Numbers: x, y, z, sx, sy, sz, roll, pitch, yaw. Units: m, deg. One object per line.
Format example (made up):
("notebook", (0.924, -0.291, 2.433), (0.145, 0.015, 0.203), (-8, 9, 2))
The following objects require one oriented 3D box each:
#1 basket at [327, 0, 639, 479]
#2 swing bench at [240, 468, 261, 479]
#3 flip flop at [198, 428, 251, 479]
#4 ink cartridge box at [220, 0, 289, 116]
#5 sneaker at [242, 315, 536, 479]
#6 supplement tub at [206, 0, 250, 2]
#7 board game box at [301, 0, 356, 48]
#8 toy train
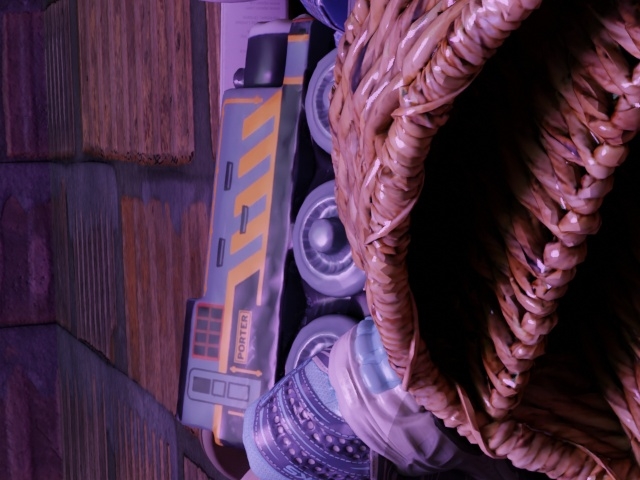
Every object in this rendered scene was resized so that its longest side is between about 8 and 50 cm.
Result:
("basket", (0.130, -0.022, 0.563), (0.299, 0.213, 0.223), (107, 153, -45))
("swing bench", (0.035, 0.287, 0.955), (0.253, 0.165, 0.254), (-126, 38, -58))
("flip flop", (-0.034, 0.138, 1.241), (0.080, 0.112, 0.277), (54, 140, 32))
("ink cartridge box", (-0.058, -0.119, 1.163), (0.176, 0.069, 0.371), (99, 173, -68))
("sneaker", (0.044, 0.115, 0.806), (0.283, 0.122, 0.110), (40, -152, -59))
("supplement tub", (-0.047, -0.348, 0.971), (0.331, 0.241, 0.241), (127, 136, -62))
("board game box", (0.083, -0.131, 0.781), (0.194, 0.194, 0.060), (-115, 26, -77))
("toy train", (0.000, 0.000, 0.939), (0.190, 0.142, 0.334), (4, 89, 39))
